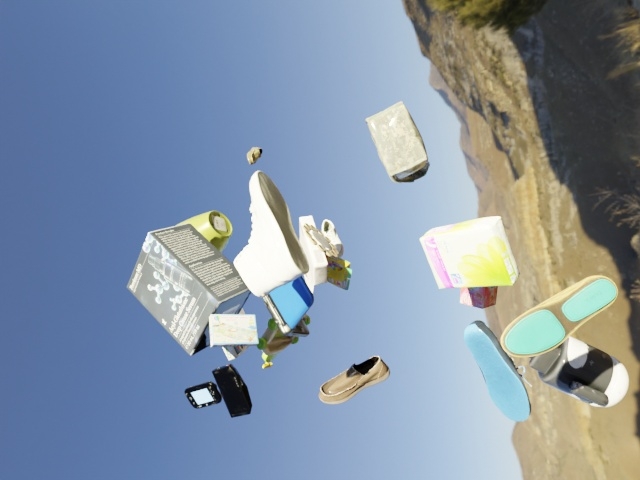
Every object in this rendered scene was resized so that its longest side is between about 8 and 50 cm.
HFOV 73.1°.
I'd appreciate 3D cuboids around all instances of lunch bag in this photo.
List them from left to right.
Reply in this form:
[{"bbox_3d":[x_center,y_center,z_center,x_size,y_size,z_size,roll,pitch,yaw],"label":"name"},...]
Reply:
[{"bbox_3d":[0.299,-0.345,1.608,0.235,0.168,0.287,69,-162,8],"label":"lunch bag"}]

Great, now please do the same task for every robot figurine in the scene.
[{"bbox_3d":[0.800,0.404,1.349,0.209,0.278,0.174,-61,-9,-27],"label":"robot figurine"}]

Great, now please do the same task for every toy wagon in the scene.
[{"bbox_3d":[-0.198,0.466,2.083,0.267,0.068,0.345,9,-63,-55],"label":"toy wagon"}]

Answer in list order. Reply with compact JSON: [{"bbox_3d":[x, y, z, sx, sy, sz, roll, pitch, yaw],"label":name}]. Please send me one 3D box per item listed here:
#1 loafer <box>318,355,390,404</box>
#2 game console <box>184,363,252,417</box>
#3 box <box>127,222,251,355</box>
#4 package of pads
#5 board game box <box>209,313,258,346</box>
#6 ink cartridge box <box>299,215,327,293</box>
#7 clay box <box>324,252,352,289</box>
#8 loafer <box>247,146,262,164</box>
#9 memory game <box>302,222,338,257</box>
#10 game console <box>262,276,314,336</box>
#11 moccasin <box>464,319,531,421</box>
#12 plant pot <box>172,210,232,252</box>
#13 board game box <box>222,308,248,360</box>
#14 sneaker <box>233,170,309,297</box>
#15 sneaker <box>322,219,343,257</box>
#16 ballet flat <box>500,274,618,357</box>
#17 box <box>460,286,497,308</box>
[{"bbox_3d":[0.151,0.649,2.065,0.134,0.365,0.130,42,153,63],"label":"loafer"},{"bbox_3d":[-0.442,0.658,1.835,0.044,0.361,0.213,-21,-93,-58],"label":"game console"},{"bbox_3d":[-0.502,0.176,1.659,0.395,0.294,0.212,40,-152,16],"label":"box"},{"bbox_3d":[0.514,0.046,1.510,0.101,0.296,0.229,-32,-77,-39],"label":"package of pads"},{"bbox_3d":[-0.286,0.297,1.426,0.154,0.026,0.104,6,-125,-28],"label":"board game box"},{"bbox_3d":[-0.039,0.081,1.960,0.261,0.066,0.296,94,163,-48],"label":"ink cartridge box"},{"bbox_3d":[0.053,0.134,2.025,0.053,0.222,0.128,-36,-37,-49],"label":"clay box"},{"bbox_3d":[-0.317,-0.415,2.092,0.148,0.050,0.056,-83,-22,-50],"label":"loafer"},{"bbox_3d":[0.000,0.000,1.661,0.186,0.012,0.186,39,-164,-14],"label":"memory game"},{"bbox_3d":[-0.103,0.132,1.347,0.293,0.173,0.250,56,-169,24],"label":"game console"},{"bbox_3d":[0.600,0.415,1.419,0.116,0.137,0.342,-23,-91,-54],"label":"moccasin"},{"bbox_3d":[-0.542,0.001,1.954,0.274,0.293,0.275,38,-147,-30],"label":"plant pot"},{"bbox_3d":[-0.403,0.344,1.900,0.306,0.053,0.193,65,-158,-2],"label":"board game box"},{"bbox_3d":[-0.150,-0.013,1.026,0.108,0.169,0.293,20,-137,-54],"label":"sneaker"},{"bbox_3d":[0.051,-0.008,2.251,0.091,0.094,0.258,56,-171,-40],"label":"sneaker"},{"bbox_3d":[0.434,0.144,0.800,0.080,0.232,0.073,61,-179,9],"label":"ballet flat"},{"bbox_3d":[0.743,0.174,2.003,0.128,0.122,0.257,-5,-78,-42],"label":"box"}]
